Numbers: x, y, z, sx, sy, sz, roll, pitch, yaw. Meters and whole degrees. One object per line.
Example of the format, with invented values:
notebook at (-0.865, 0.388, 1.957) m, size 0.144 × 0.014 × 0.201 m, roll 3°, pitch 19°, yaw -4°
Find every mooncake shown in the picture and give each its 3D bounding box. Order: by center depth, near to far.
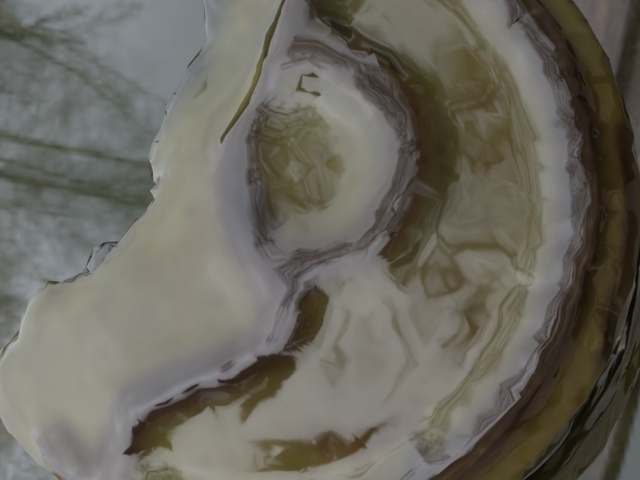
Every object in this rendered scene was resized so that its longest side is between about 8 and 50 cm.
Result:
mooncake at (0.000, 0.000, 0.777) m, size 0.393 × 0.246 × 0.394 m, roll -9°, pitch 76°, yaw 19°
